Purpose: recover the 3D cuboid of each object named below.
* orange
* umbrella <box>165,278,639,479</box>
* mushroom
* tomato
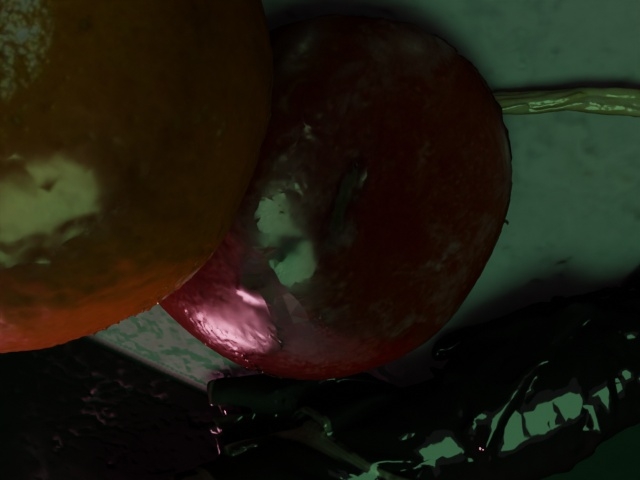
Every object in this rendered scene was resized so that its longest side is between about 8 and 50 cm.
[{"bbox_3d":[-0.127,-0.058,0.708,0.224,0.224,0.170,-14,167,5],"label":"orange"},{"bbox_3d":[0.050,0.100,0.915,0.357,0.106,0.113,-26,133,5],"label":"umbrella"},{"bbox_3d":[0.187,-0.060,0.843,0.286,0.026,0.028,0,110,-2],"label":"mushroom"},{"bbox_3d":[0.000,0.000,0.817,0.189,0.099,0.173,-35,121,28],"label":"tomato"}]
